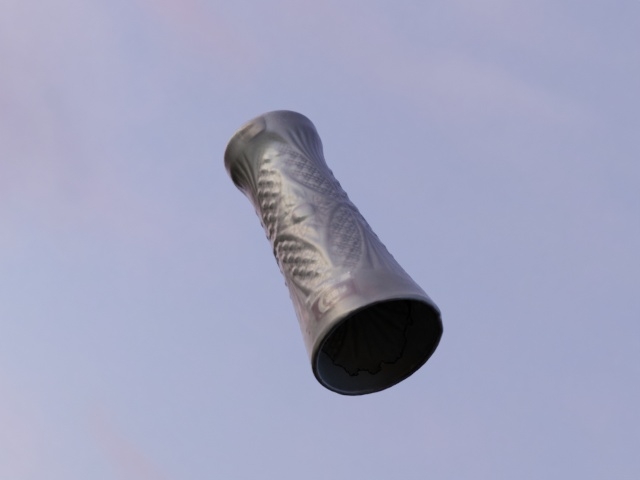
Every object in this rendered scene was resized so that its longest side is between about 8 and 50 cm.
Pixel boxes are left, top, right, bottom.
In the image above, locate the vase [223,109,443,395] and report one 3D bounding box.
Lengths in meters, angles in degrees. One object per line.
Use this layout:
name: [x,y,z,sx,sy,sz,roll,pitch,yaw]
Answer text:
vase: [0.000,0.000,1.273,0.219,0.096,0.096,61,-2,41]
